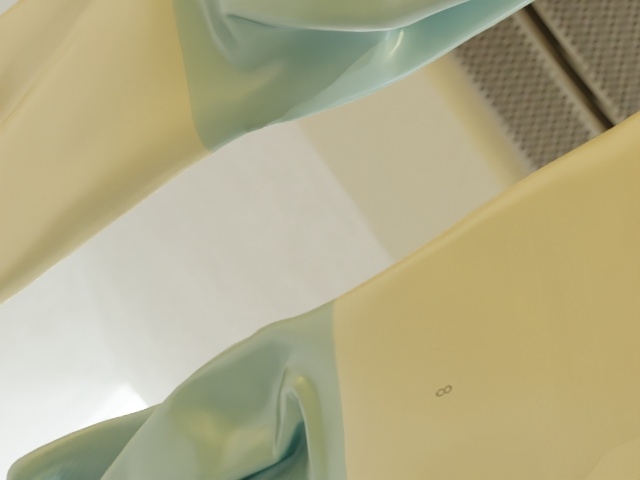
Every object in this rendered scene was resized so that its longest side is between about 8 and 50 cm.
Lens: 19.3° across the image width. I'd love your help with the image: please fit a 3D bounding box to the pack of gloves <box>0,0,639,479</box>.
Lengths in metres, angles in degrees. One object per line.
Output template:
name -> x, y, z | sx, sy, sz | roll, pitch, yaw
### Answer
pack of gloves -> 0.000, 0.000, 0.418 | 0.232, 0.046, 0.195 | -27, -119, 44
